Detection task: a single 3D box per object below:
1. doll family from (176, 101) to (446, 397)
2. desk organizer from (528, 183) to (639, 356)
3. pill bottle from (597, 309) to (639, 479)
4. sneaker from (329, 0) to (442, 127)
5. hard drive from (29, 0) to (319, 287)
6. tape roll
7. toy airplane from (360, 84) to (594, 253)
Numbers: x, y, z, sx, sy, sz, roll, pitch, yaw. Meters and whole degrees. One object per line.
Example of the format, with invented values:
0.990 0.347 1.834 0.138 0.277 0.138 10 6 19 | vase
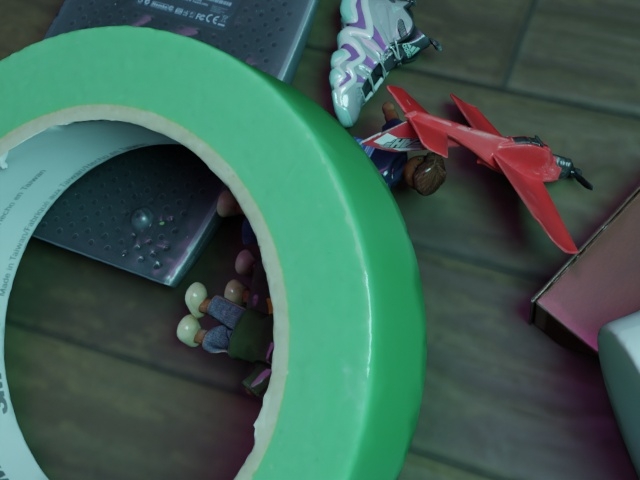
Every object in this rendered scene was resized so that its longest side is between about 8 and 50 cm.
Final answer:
0.000 0.000 0.620 0.111 0.076 0.193 10 81 36 | doll family
0.180 0.010 0.601 0.130 0.047 0.050 -45 69 -8 | desk organizer
0.290 0.056 0.496 0.283 0.161 0.161 -20 65 3 | pill bottle
0.044 -0.118 0.686 0.069 0.038 0.098 1 69 13 | sneaker
-0.104 -0.101 0.700 0.172 0.054 0.255 18 73 18 | hard drive
-0.106 0.052 0.566 0.321 0.077 0.321 -3 83 25 | tape roll
0.092 -0.054 0.609 0.151 0.151 0.028 42 124 23 | toy airplane
